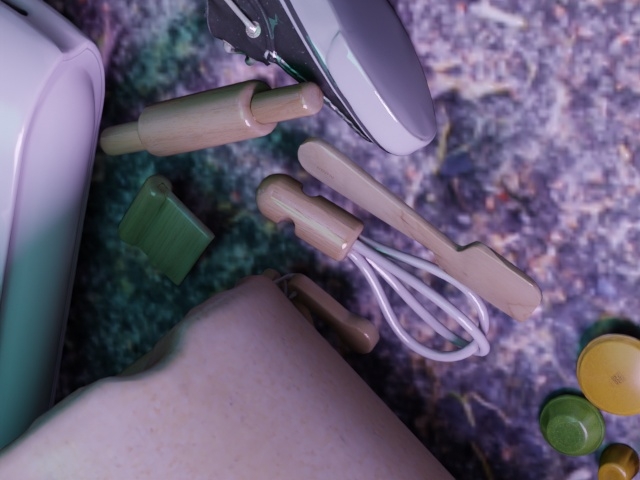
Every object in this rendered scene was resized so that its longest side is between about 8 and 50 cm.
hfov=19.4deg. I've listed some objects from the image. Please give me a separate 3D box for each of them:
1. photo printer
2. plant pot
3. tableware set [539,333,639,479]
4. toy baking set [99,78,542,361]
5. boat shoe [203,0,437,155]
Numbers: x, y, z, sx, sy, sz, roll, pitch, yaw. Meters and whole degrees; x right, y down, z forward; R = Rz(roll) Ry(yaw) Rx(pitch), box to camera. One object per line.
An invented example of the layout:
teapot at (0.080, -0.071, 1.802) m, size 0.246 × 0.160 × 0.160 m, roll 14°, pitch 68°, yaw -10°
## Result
photo printer at (-0.255, -0.025, 1.059) m, size 0.256 × 0.107 × 0.307 m, roll 22°, pitch 117°, yaw 16°
plant pot at (-0.031, 0.199, 0.973) m, size 0.334 × 0.334 × 0.305 m, roll -36°, pitch 89°, yaw 28°
tableware set at (0.191, 0.079, 1.001) m, size 0.104 × 0.024 × 0.154 m, roll 39°, pitch 119°, yaw 5°
toy baking set at (-0.005, -0.005, 0.994) m, size 0.256 × 0.030 × 0.196 m, roll -14°, pitch 121°, yaw 46°
boat shoe at (-0.022, -0.128, 0.964) m, size 0.070 × 0.078 × 0.219 m, roll -36°, pitch 88°, yaw 27°
